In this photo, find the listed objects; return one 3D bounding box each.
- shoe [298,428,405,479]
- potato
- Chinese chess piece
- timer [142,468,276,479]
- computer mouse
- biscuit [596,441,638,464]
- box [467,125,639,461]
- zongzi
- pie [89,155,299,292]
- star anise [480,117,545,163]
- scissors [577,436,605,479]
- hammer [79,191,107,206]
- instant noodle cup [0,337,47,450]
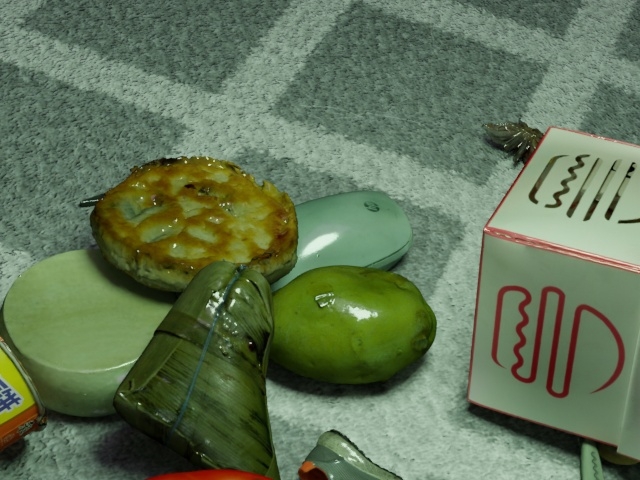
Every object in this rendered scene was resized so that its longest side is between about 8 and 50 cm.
[{"bbox_3d":[0.053,0.321,1.649,0.077,0.074,0.194,-39,57,-25],"label":"shoe"},{"bbox_3d":[0.036,0.111,1.808,0.253,0.148,0.186,-5,47,-15],"label":"potato"},{"bbox_3d":[-0.309,0.123,1.770,0.250,0.101,0.250,5,43,-4],"label":"Chinese chess piece"},{"bbox_3d":[-0.112,0.426,1.350,0.378,0.279,0.378,6,42,-6],"label":"timer"},{"bbox_3d":[0.002,-0.005,1.964,0.288,0.097,0.159,-11,49,-22],"label":"computer mouse"},{"bbox_3d":[0.467,0.243,1.822,0.234,0.030,0.153,-27,49,-32],"label":"biscuit"},{"bbox_3d":[0.392,0.064,1.765,0.300,0.312,0.314,16,38,20],"label":"box"},{"bbox_3d":[-0.089,0.181,1.653,0.274,0.125,0.251,34,81,-2],"label":"zongzi"},{"bbox_3d":[-0.176,-0.017,1.839,0.315,0.092,0.315,9,32,-6],"label":"pie"},{"bbox_3d":[0.333,-0.171,2.221,0.129,0.056,0.124,23,40,-7],"label":"star anise"},{"bbox_3d":[0.353,0.362,1.667,0.138,0.041,0.289,10,43,-6],"label":"scissors"},{"bbox_3d":[-0.303,-0.005,1.973,0.062,0.013,0.199,-15,47,-23],"label":"hammer"},{"bbox_3d":[-0.467,0.202,1.598,0.213,0.213,0.174,35,57,25],"label":"instant noodle cup"}]
